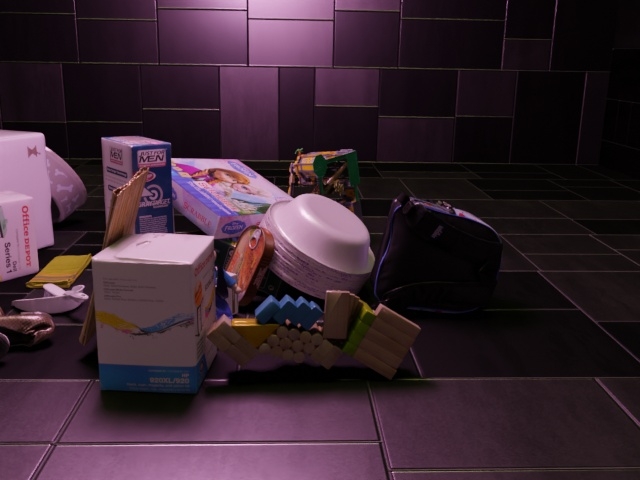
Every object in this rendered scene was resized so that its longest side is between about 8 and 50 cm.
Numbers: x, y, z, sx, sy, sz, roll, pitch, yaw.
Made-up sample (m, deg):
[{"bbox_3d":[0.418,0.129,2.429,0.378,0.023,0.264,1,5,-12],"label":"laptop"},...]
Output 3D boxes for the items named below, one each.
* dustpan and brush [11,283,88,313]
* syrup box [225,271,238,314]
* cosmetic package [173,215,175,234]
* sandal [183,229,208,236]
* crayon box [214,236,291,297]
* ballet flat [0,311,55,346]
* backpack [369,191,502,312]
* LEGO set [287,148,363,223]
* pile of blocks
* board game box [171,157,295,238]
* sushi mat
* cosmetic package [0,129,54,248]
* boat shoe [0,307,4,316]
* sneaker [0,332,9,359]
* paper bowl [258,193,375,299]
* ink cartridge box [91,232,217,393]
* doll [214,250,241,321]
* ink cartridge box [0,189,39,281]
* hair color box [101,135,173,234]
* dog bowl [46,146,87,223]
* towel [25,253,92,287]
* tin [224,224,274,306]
[{"bbox_3d":[-0.556,0.122,1.487,0.211,0.060,0.147,15,20,41],"label":"dustpan and brush"},{"bbox_3d":[-0.285,0.129,1.417,0.093,0.096,0.237,12,20,38],"label":"syrup box"},{"bbox_3d":[-0.492,-0.075,1.907,0.138,0.224,0.224,0,15,-1],"label":"cosmetic package"},{"bbox_3d":[-0.284,0.006,1.939,0.220,0.089,0.060,-7,-6,-5],"label":"sandal"},{"bbox_3d":[-0.124,0.021,1.745,0.203,0.083,0.323,24,21,13],"label":"crayon box"},{"bbox_3d":[-0.627,0.176,1.282,0.250,0.084,0.058,-1,39,-20],"label":"ballet flat"},{"bbox_3d":[0.259,0.039,1.532,0.264,0.276,0.213,14,17,0],"label":"backpack"},{"bbox_3d":[-0.017,-0.119,1.964,0.192,0.331,0.255,3,27,38],"label":"LEGO set"},{"bbox_3d":[-0.015,0.147,1.218,0.363,0.148,0.112,6,8,-9],"label":"pile of blocks"},{"bbox_3d":[-0.241,-0.116,1.767,0.319,0.065,0.318,36,26,32],"label":"board game box"},{"bbox_3d":[-0.375,0.026,1.255,0.019,0.316,0.151,20,23,0],"label":"sushi mat"},{"bbox_3d":[-1.000,-0.130,1.881,0.394,0.329,0.327,7,16,26],"label":"cosmetic package"},{"bbox_3d":[-0.719,0.154,1.378,0.190,0.068,0.072,-2,24,27],"label":"boat shoe"},{"bbox_3d":[-0.660,0.186,1.208,0.211,0.080,0.081,-4,19,-21],"label":"sneaker"},{"bbox_3d":[0.000,0.000,1.606,0.284,0.148,0.284,27,24,-13],"label":"paper bowl"},{"bbox_3d":[-0.278,0.119,1.191,0.168,0.232,0.171,2,16,4],"label":"ink cartridge box"},{"bbox_3d":[-0.212,0.102,1.374,0.129,0.188,0.046,1,-27,-37],"label":"doll"},{"bbox_3d":[-0.830,0.003,1.642,0.117,0.201,0.278,12,18,33],"label":"ink cartridge box"},{"bbox_3d":[-0.436,-0.069,1.654,0.105,0.346,0.174,-11,20,-39],"label":"hair color box"},{"bbox_3d":[-0.912,-0.188,2.159,0.349,0.348,0.102,9,56,28],"label":"dog bowl"},{"bbox_3d":[-0.654,0.073,1.739,0.102,0.021,0.237,1,15,-5],"label":"towel"},{"bbox_3d":[-0.162,0.057,1.525,0.040,0.189,0.106,15,14,-44],"label":"tin"}]
